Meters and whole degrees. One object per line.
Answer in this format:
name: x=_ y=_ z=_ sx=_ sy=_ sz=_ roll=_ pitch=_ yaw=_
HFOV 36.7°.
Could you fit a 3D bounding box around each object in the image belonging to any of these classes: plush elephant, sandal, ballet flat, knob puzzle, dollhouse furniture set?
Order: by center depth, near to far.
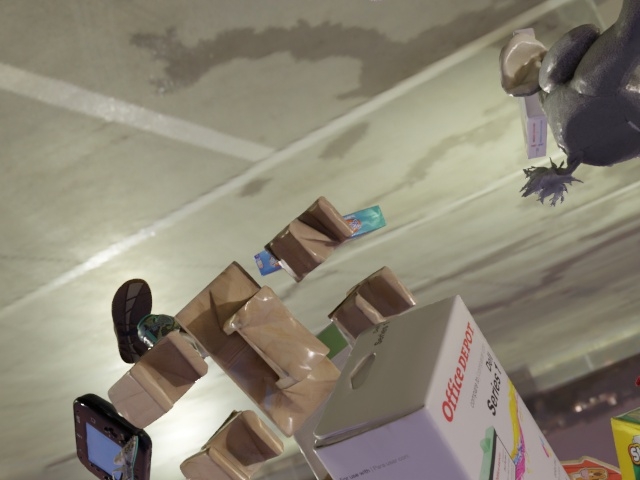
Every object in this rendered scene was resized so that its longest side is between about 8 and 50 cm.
dollhouse furniture set: x=-0.035 y=0.220 z=1.318 sx=0.362 sy=0.394 sz=0.256 roll=-44 pitch=-178 yaw=-31
plush elephant: x=0.410 y=-0.226 z=1.411 sx=0.272 sy=0.255 sz=0.330 roll=33 pitch=122 yaw=-22
ballet flat: x=-0.197 y=0.152 z=1.449 sx=0.070 sy=0.070 sz=0.188 roll=-28 pitch=159 yaw=27
knob puzzle: x=0.455 y=0.434 z=1.606 sx=0.213 sy=0.213 sz=0.030 roll=-19 pitch=130 yaw=-11
ballet flat: x=-0.333 y=0.384 z=1.635 sx=0.041 sy=0.114 sz=0.041 roll=7 pitch=-162 yaw=-2
sandal: x=-0.338 y=0.141 z=1.725 sx=0.072 sy=0.049 sz=0.180 roll=-4 pitch=123 yaw=-14

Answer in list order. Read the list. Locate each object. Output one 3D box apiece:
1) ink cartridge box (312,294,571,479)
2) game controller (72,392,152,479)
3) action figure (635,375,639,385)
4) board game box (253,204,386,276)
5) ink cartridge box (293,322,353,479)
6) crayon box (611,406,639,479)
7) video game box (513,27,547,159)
ink cartridge box: x=0.132 y=0.220 z=0.893 sx=0.117 sy=0.278 sz=0.201 roll=-26 pitch=-165 yaw=25
game controller: x=-0.394 y=0.397 z=1.822 sx=0.319 sy=0.166 sz=0.067 roll=107 pitch=10 yaw=-53
action figure: x=0.637 y=0.281 z=1.765 sx=0.139 sy=0.091 sz=0.280 roll=-26 pitch=131 yaw=-13
board game box: x=0.000 y=0.000 z=1.844 sx=0.210 sy=0.047 sz=0.160 roll=-20 pitch=174 yaw=-40
ink cartridge box: x=0.024 y=0.272 z=1.586 sx=0.171 sy=0.235 sz=0.056 roll=-40 pitch=138 yaw=4
crayon box: x=0.570 y=0.402 z=1.305 sx=0.106 sy=0.313 sz=0.363 roll=-13 pitch=-176 yaw=-20
video game box: x=0.431 y=-0.299 z=1.984 sx=0.048 sy=0.205 sz=0.187 roll=-7 pitch=158 yaw=7
